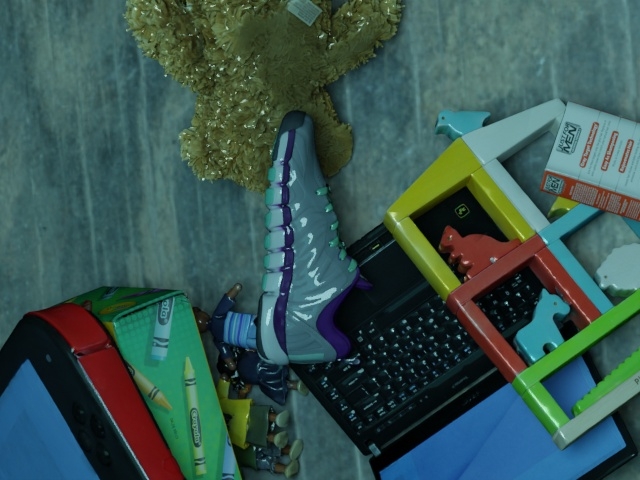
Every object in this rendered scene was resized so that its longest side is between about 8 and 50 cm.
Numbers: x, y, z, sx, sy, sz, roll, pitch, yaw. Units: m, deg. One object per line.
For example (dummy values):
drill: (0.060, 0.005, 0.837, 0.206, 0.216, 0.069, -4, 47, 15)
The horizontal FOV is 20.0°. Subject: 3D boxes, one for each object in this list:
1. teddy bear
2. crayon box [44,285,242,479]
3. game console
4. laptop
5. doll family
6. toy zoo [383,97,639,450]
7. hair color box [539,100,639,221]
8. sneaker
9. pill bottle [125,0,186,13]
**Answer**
teddy bear: (-0.053, -0.203, 1.594, 0.245, 0.338, 0.113, -32, 44, -8)
crayon box: (-0.156, 0.185, 1.665, 0.165, 0.081, 0.278, 0, 108, 58)
game console: (-0.212, 0.258, 1.661, 0.342, 0.060, 0.386, 62, 150, 12)
laptop: (0.101, 0.123, 1.572, 0.234, 0.136, 0.264, -37, 99, 16)
doll family: (-0.075, 0.136, 1.703, 0.111, 0.076, 0.193, 10, 92, 27)
toy zoo: (0.188, 0.007, 1.537, 0.192, 0.030, 0.293, -34, 76, -16)
hair color box: (0.263, -0.059, 1.524, 0.141, 0.043, 0.072, 19, 68, 7)
sneaker: (0.000, 0.000, 1.587, 0.098, 0.083, 0.224, 4, 94, 3)
pill bottle: (-0.147, -0.236, 1.722, 0.043, 0.043, 0.083, 40, 107, 16)
